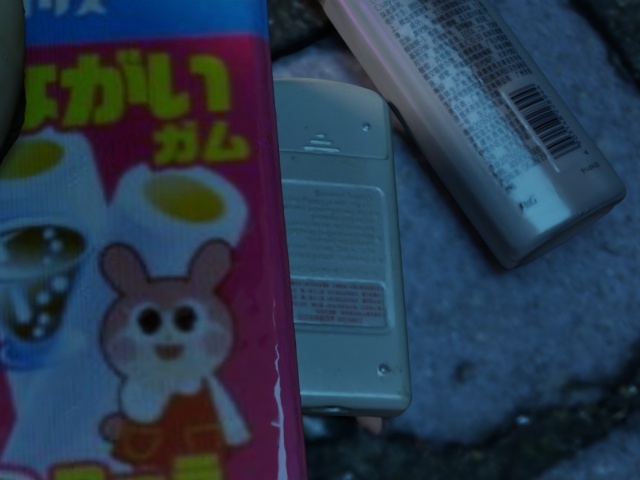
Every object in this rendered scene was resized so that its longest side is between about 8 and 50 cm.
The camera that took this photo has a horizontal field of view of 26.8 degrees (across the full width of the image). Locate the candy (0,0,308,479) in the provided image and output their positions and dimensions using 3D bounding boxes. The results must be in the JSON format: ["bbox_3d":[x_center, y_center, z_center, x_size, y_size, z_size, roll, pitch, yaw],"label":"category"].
[{"bbox_3d":[-0.092,0.023,0.624,0.157,0.100,0.306,-5,68,-3],"label":"candy"}]

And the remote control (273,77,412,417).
[{"bbox_3d":[0.000,0.000,0.714,0.087,0.029,0.190,3,66,-15],"label":"remote control"}]

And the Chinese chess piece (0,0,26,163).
[{"bbox_3d":[-0.255,-0.084,0.580,0.257,0.104,0.257,-5,66,12],"label":"Chinese chess piece"}]

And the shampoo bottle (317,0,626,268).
[{"bbox_3d":[0.076,-0.096,0.765,0.086,0.056,0.227,-29,77,-26],"label":"shampoo bottle"}]
